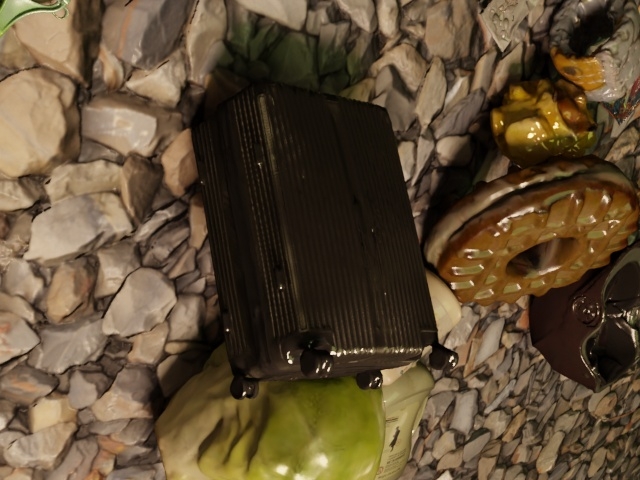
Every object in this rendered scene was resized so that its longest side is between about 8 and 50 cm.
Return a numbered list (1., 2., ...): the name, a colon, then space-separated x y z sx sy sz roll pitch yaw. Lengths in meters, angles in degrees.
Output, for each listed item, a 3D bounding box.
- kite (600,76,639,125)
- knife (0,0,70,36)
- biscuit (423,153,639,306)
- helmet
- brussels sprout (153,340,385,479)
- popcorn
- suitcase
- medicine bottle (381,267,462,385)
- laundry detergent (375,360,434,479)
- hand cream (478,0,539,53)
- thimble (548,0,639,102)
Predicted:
1. kite: 0.539 -0.276 1.525 0.232 0.009 0.189 -18 136 -21
2. knife: -0.312 -0.189 0.852 0.166 0.022 0.078 -52 130 -5
3. biscuit: 0.317 -0.008 1.356 0.332 0.103 0.332 -12 152 -7
4. helmet: 0.480 0.112 1.613 0.225 0.177 0.305 -10 112 -44
5. brussels sprout: -0.054 0.241 1.155 0.316 0.274 0.242 -40 156 -14
6. popcorn: 0.330 -0.171 1.332 0.167 0.152 0.148 -25 84 -29
7. suitcase: 0.000 0.000 1.022 0.229 0.152 0.335 5 68 -44
8. medicine bottle: 0.090 0.155 1.343 0.252 0.114 0.114 -40 135 -12
9. laundry detergent: 0.107 0.276 1.450 0.181 0.091 0.253 0 114 -42
10. hand cream: 0.326 -0.381 1.272 0.257 0.050 0.084 -43 134 -3
11. thimble: 0.415 -0.291 1.336 0.118 0.127 0.151 44 66 -47
